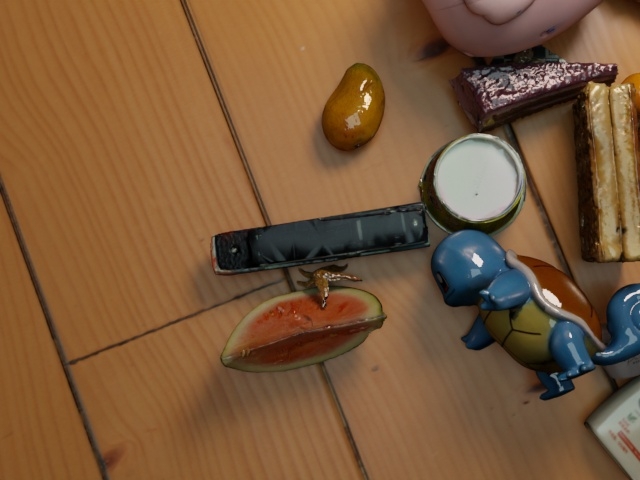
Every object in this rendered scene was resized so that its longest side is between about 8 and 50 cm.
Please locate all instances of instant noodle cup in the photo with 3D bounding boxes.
[{"bbox_3d":[0.284,-0.102,1.523,0.205,0.153,0.204,0,89,6],"label":"instant noodle cup"}]

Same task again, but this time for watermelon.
[{"bbox_3d":[-0.028,0.184,1.554,0.304,0.159,0.128,-14,115,-1],"label":"watermelon"}]

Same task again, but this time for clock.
[{"bbox_3d":[0.363,-0.482,1.430,0.377,0.368,0.250,-19,116,24],"label":"clock"}]

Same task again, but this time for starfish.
[{"bbox_3d":[0.010,0.075,1.555,0.133,0.130,0.041,-14,116,12],"label":"starfish"}]

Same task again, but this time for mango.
[{"bbox_3d":[0.068,-0.249,1.584,0.115,0.089,0.165,32,87,15],"label":"mango"}]

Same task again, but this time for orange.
[{"bbox_3d":[0.587,-0.268,1.538,0.084,0.083,0.083,0,87,5],"label":"orange"}]

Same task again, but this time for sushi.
[{"bbox_3d":[0.390,-0.325,1.585,0.126,0.026,0.120,36,91,5],"label":"sushi"}]

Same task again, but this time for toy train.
[{"bbox_3d":[0.000,0.000,1.576,0.410,0.089,0.086,-9,89,6],"label":"toy train"}]

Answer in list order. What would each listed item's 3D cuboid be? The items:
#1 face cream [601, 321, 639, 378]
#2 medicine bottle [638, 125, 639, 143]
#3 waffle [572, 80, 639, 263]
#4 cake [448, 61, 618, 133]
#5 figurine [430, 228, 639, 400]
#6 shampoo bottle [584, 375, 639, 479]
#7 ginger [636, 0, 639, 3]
[{"bbox_3d":[0.546,0.197,1.517,0.091,0.091,0.095,-16,95,4],"label":"face cream"},{"bbox_3d":[0.634,-0.198,1.474,0.096,0.192,0.096,0,88,4],"label":"medicine bottle"},{"bbox_3d":[0.504,-0.112,1.471,0.091,0.213,0.307,-3,88,10],"label":"waffle"},{"bbox_3d":[0.390,-0.268,1.513,0.295,0.116,0.112,-7,83,2],"label":"cake"},{"bbox_3d":[0.374,0.135,1.432,0.417,0.298,0.242,18,79,13],"label":"figurine"},{"bbox_3d":[0.630,0.297,1.513,0.284,0.071,0.153,-42,86,4],"label":"shampoo bottle"},{"bbox_3d":[0.645,-0.474,1.519,0.354,0.126,0.189,28,95,4],"label":"ginger"}]
